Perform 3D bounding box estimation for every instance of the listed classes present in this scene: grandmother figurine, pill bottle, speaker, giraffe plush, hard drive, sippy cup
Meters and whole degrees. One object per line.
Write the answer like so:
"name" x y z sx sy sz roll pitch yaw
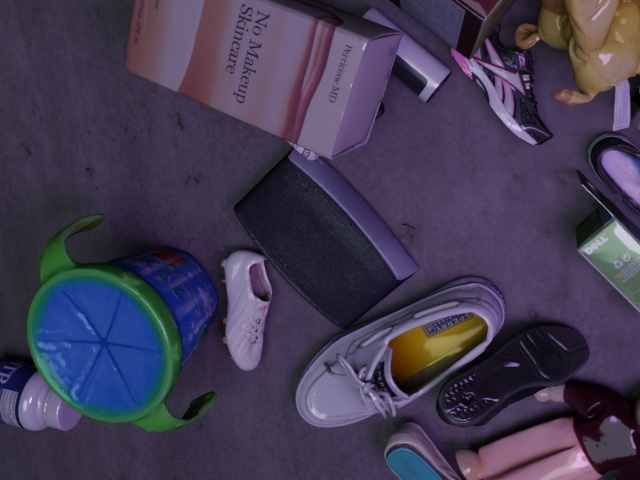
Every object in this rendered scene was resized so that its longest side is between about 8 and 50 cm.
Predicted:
"grandmother figurine" 0.371 0.286 1.019 0.342 0.104 0.207 -34 88 24
"pill bottle" -0.515 0.273 1.299 0.187 0.112 0.112 9 108 15
"speaker" 0.104 -0.244 0.973 0.136 0.055 0.055 41 114 3
"giraffe plush" 0.311 -0.255 0.831 0.181 0.170 0.210 -5 128 -13
"hard drive" 0.000 0.000 1.080 0.172 0.054 0.254 -42 90 24
"sippy cup" -0.272 0.118 1.112 0.240 0.224 0.305 8 108 17

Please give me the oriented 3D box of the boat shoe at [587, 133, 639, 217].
"boat shoe" 0.427 -0.046 0.914 0.228 0.076 0.080 45 114 1

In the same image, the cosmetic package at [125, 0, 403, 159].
"cosmetic package" -0.072 -0.228 0.898 0.296 0.129 0.153 24 115 15

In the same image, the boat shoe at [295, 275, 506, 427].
"boat shoe" 0.096 0.187 1.049 0.367 0.156 0.135 -31 94 23

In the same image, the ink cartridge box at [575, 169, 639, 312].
"ink cartridge box" 0.378 0.013 0.930 0.209 0.109 0.062 45 113 1

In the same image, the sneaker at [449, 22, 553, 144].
"sneaker" 0.241 -0.201 0.932 0.077 0.072 0.178 -38 93 23

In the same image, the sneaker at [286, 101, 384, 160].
"sneaker" -0.047 -0.238 1.004 0.145 0.090 0.270 -35 96 21

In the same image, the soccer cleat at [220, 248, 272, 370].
"soccer cleat" -0.109 0.111 1.140 0.076 0.068 0.196 4 104 33

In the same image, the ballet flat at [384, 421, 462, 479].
"ballet flat" 0.189 0.376 1.119 0.086 0.086 0.248 -33 99 24

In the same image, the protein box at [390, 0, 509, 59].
"protein box" 0.179 -0.337 0.814 0.136 0.201 0.200 38 97 4

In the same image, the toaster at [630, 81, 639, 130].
"toaster" 0.467 -0.159 0.849 0.186 0.110 0.168 37 114 4

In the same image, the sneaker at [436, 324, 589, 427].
"sneaker" 0.259 0.192 1.037 0.228 0.130 0.087 -28 76 -9
